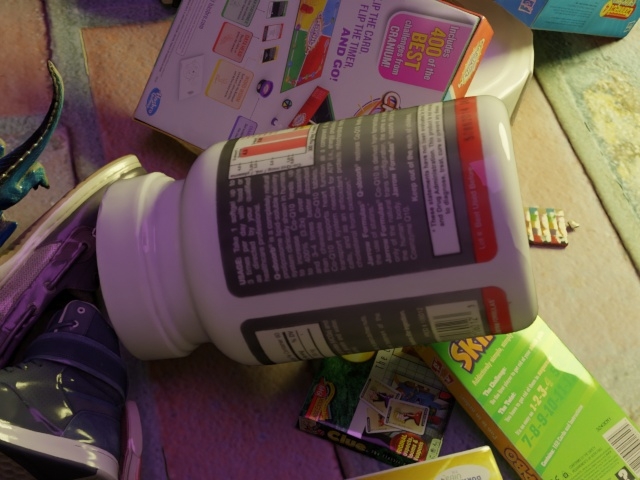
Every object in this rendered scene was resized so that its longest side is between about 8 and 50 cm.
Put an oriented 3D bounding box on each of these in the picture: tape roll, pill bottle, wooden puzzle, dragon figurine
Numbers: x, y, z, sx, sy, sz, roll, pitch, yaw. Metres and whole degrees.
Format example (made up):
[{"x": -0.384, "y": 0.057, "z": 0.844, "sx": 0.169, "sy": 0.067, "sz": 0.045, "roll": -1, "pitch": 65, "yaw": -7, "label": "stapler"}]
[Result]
[{"x": 0.103, "y": -0.217, "z": 1.246, "sx": 0.286, "sy": 0.100, "sz": 0.286, "roll": 4, "pitch": 52, "yaw": -5, "label": "tape roll"}, {"x": 0.000, "y": 0.000, "z": 0.949, "sx": 0.363, "sy": 0.210, "sz": 0.210, "roll": -8, "pitch": 52, "yaw": 11, "label": "pill bottle"}, {"x": 0.246, "y": -0.016, "z": 1.173, "sx": 0.083, "sy": 0.006, "sz": 0.049, "roll": 4, "pitch": 53, "yaw": -5, "label": "wooden puzzle"}, {"x": -0.325, "y": -0.030, "z": 0.984, "sx": 0.085, "sy": 0.289, "sz": 0.144, "roll": 44, "pitch": 24, "yaw": -16, "label": "dragon figurine"}]

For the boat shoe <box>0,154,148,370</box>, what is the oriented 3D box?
[{"x": -0.255, "y": 0.032, "z": 1.013, "sx": 0.092, "sy": 0.103, "sz": 0.285, "roll": 43, "pitch": 58, "yaw": -4, "label": "boat shoe"}]

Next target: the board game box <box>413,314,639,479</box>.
[{"x": 0.197, "y": 0.142, "z": 1.008, "sx": 0.124, "sy": 0.039, "sz": 0.259, "roll": -28, "pitch": 72, "yaw": -31, "label": "board game box"}]

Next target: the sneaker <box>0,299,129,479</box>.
[{"x": -0.266, "y": 0.113, "z": 0.884, "sx": 0.226, "sy": 0.086, "sz": 0.163, "roll": 25, "pitch": 44, "yaw": -24, "label": "sneaker"}]

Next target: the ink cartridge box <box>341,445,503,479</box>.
[{"x": 0.046, "y": 0.341, "z": 0.841, "sx": 0.303, "sy": 0.072, "sz": 0.307, "roll": -10, "pitch": 53, "yaw": -15, "label": "ink cartridge box"}]

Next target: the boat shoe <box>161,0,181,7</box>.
[{"x": -0.180, "y": -0.443, "z": 1.374, "sx": 0.158, "sy": 0.127, "sz": 0.340, "roll": -15, "pitch": 65, "yaw": -26, "label": "boat shoe"}]

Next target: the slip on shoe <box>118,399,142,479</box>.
[{"x": -0.178, "y": 0.203, "z": 0.923, "sx": 0.041, "sy": 0.051, "sz": 0.135, "roll": 3, "pitch": 60, "yaw": -14, "label": "slip on shoe"}]

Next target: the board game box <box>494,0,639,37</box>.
[{"x": 0.233, "y": -0.374, "z": 1.303, "sx": 0.302, "sy": 0.086, "sz": 0.308, "roll": 44, "pitch": 29, "yaw": 23, "label": "board game box"}]

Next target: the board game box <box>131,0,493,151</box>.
[{"x": -0.014, "y": -0.172, "z": 1.112, "sx": 0.316, "sy": 0.064, "sz": 0.242, "roll": 27, "pitch": 96, "yaw": 18, "label": "board game box"}]

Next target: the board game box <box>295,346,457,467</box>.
[{"x": 0.083, "y": 0.097, "z": 1.052, "sx": 0.136, "sy": 0.030, "sz": 0.260, "roll": 18, "pitch": 53, "yaw": 8, "label": "board game box"}]
